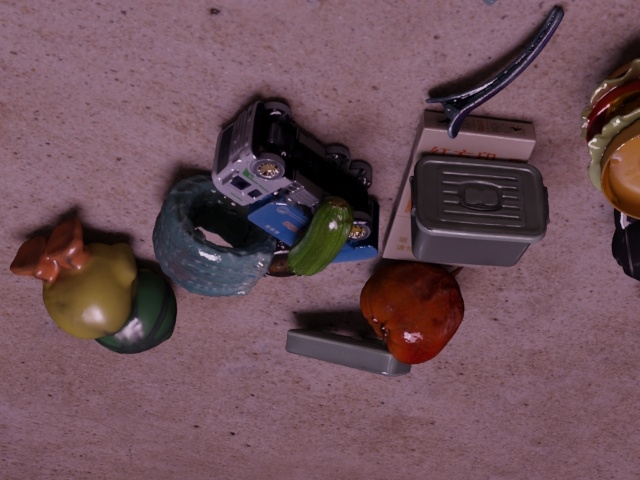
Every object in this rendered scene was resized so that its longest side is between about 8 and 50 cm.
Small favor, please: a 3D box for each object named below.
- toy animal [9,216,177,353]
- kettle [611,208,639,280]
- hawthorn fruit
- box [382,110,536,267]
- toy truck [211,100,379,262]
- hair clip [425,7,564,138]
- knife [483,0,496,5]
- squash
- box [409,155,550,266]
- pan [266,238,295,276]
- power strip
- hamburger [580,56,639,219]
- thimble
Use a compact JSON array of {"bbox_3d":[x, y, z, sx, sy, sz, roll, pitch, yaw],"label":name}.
[{"bbox_3d":[-0.435,0.115,2.060,0.216,0.191,0.338,-26,134,27],"label":"toy animal"},{"bbox_3d":[0.681,-0.031,1.902,0.290,0.207,0.268,-6,111,21],"label":"kettle"},{"bbox_3d":[0.211,0.119,2.085,0.243,0.207,0.207,-36,142,-16],"label":"hawthorn fruit"},{"bbox_3d":[0.249,-0.085,1.922,0.204,0.051,0.365,7,140,-6],"label":"box"},{"bbox_3d":[-0.030,-0.090,1.849,0.175,0.146,0.367,-27,133,34],"label":"toy truck"},{"bbox_3d":[0.297,-0.276,1.689,0.275,0.083,0.048,-37,168,30],"label":"hair clip"},{"bbox_3d":[0.226,-0.432,1.537,0.028,0.015,0.210,-10,139,22],"label":"knife"},{"bbox_3d":[0.000,0.000,1.790,0.077,0.068,0.219,31,141,-7],"label":"squash"},{"bbox_3d":[0.266,-0.044,1.818,0.243,0.163,0.135,4,149,-6],"label":"box"},{"bbox_3d":[-0.073,0.007,2.047,0.114,0.040,0.212,-3,141,-4],"label":"pan"},{"bbox_3d":[0.075,0.236,2.232,0.265,0.059,0.193,10,180,26],"label":"power strip"},{"bbox_3d":[0.561,-0.182,1.678,0.274,0.212,0.274,2,143,2],"label":"hamburger"},{"bbox_3d":[-0.194,0.001,1.907,0.235,0.198,0.143,37,136,3],"label":"thimble"}]
